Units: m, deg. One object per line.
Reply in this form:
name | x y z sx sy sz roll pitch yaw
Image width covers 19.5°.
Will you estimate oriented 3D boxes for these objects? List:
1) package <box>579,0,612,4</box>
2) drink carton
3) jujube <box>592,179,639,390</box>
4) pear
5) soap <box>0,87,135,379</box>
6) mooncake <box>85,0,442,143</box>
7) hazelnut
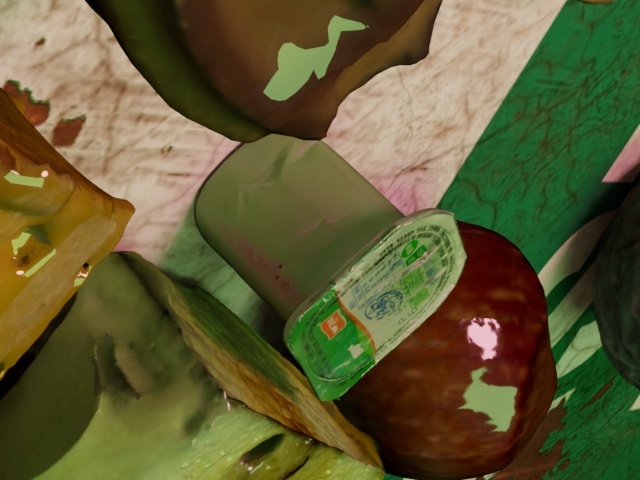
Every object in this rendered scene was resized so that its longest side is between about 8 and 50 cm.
package | 0.198 -0.278 1.231 0.221 0.165 0.311 -21 171 24
drink carton | 0.000 0.000 1.288 0.144 0.142 0.146 -40 151 -8
jujube | 0.381 0.036 1.802 0.246 0.215 0.308 -13 147 -11
pear | -0.139 0.169 1.287 0.282 0.176 0.286 -48 148 5
soap | -0.287 0.035 0.915 0.335 0.156 0.293 -51 155 7
mooncake | 0.024 -0.251 0.895 0.393 0.246 0.394 -9 134 -45
hazelnut | 0.076 0.097 1.456 0.218 0.218 0.234 -32 149 -26
